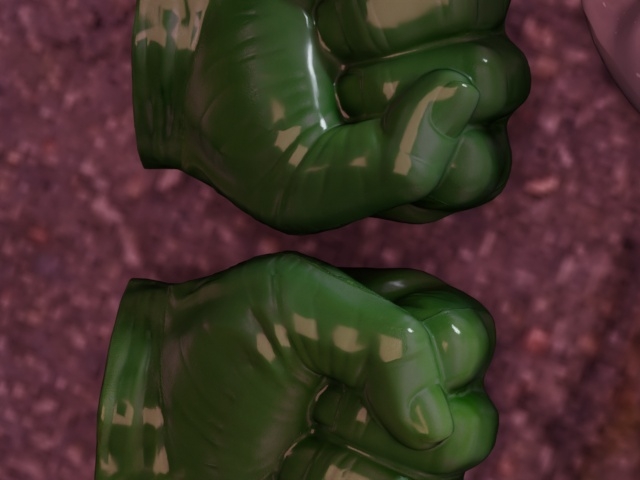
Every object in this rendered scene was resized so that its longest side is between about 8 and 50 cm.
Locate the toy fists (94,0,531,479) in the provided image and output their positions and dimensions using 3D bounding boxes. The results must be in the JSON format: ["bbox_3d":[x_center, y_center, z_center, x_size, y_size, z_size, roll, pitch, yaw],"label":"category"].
[{"bbox_3d":[0.000,0.000,0.630,0.142,0.096,0.279,5,90,6],"label":"toy fists"}]

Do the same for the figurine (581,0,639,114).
[{"bbox_3d":[0.208,-0.022,0.614,0.214,0.092,0.210,-12,81,8],"label":"figurine"}]
